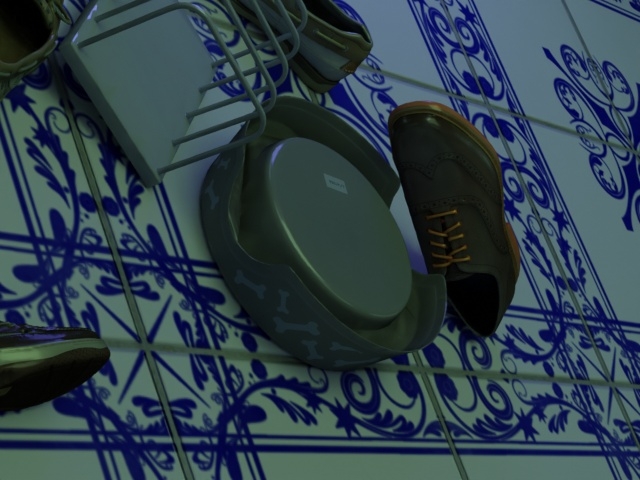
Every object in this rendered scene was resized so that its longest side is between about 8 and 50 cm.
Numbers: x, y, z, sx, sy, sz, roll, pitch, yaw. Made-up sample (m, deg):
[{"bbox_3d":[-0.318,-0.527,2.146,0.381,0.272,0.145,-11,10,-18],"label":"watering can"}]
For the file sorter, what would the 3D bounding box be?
[{"bbox_3d":[-0.140,-0.233,1.929,0.193,0.173,0.278,60,25,-25],"label":"file sorter"}]

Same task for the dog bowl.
[{"bbox_3d":[0.000,0.000,2.011,0.349,0.102,0.349,37,34,-31],"label":"dog bowl"}]

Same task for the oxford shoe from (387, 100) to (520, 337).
[{"bbox_3d":[0.179,-0.025,2.182,0.133,0.130,0.364,-80,149,-44],"label":"oxford shoe"}]

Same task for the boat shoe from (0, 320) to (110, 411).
[{"bbox_3d":[-0.295,0.097,1.504,0.257,0.095,0.095,-7,60,-57],"label":"boat shoe"}]

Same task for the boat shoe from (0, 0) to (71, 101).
[{"bbox_3d":[-0.321,-0.225,1.784,0.104,0.089,0.285,42,32,-21],"label":"boat shoe"}]

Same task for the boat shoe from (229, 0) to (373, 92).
[{"bbox_3d":[-0.054,-0.338,2.265,0.302,0.103,0.113,43,32,-20],"label":"boat shoe"}]
